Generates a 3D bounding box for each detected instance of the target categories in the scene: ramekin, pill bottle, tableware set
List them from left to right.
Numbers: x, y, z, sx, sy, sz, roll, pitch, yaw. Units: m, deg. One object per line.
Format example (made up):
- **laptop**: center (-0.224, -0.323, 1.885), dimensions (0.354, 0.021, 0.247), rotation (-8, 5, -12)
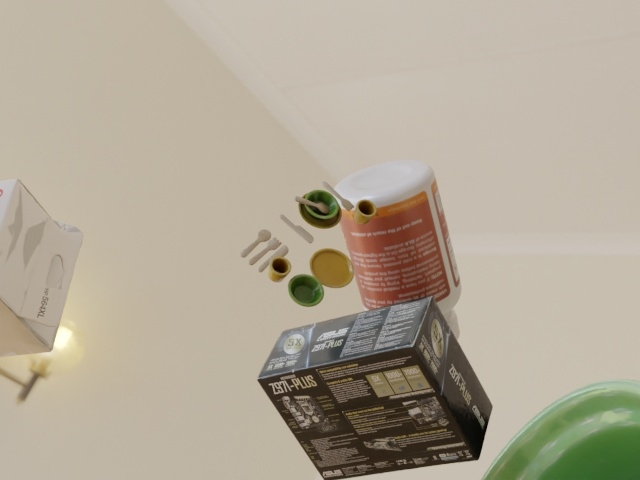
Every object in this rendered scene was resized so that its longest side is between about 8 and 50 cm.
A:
- **tableware set**: center (0.000, 0.000, 0.995), dimensions (0.104, 0.154, 0.024), rotation (41, -37, 11)
- **pill bottle**: center (0.096, 0.024, 1.141), dimensions (0.121, 0.121, 0.216), rotation (3, -63, 41)
- **ramekin**: center (0.264, 0.293, 0.887), dimensions (0.148, 0.303, 0.303), rotation (36, -26, -14)

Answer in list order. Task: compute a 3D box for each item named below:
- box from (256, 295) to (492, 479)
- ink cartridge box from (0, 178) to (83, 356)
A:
- **box**: center (0.054, 0.150, 0.956), dimensions (0.180, 0.077, 0.147), rotation (-17, -64, 31)
- **ink cartridge box**: center (-0.245, 0.023, 0.681), dimensions (0.143, 0.092, 0.090), rotation (-8, -37, 15)
